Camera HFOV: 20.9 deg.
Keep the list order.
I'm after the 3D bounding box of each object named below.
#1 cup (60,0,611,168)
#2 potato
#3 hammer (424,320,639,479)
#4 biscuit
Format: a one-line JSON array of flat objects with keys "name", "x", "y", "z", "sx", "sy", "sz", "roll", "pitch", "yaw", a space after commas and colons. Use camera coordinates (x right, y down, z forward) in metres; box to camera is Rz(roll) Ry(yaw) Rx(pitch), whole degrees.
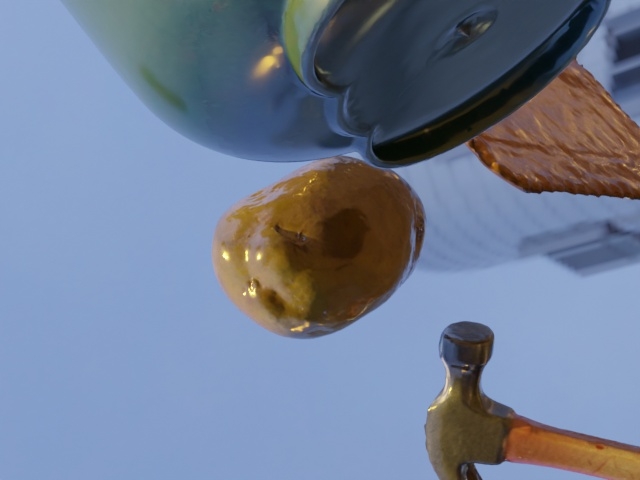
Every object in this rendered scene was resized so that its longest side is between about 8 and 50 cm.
[{"name": "cup", "x": -0.012, "y": -0.161, "z": 0.633, "sx": 0.257, "sy": 0.219, "sz": 0.290, "roll": 56, "pitch": -177, "yaw": 17}, {"name": "potato", "x": 0.001, "y": 0.005, "z": 1.488, "sx": 0.200, "sy": 0.154, "sz": 0.137, "roll": -31, "pitch": -86, "yaw": -54}, {"name": "hammer", "x": 0.193, "y": 0.121, "z": 0.868, "sx": 0.033, "sy": 0.287, "sz": 0.111, "roll": -53, "pitch": -28, "yaw": -64}, {"name": "biscuit", "x": 0.152, "y": -0.106, "z": 1.294, "sx": 0.232, "sy": 0.013, "sz": 0.237, "roll": 3, "pitch": -141, "yaw": -41}]
